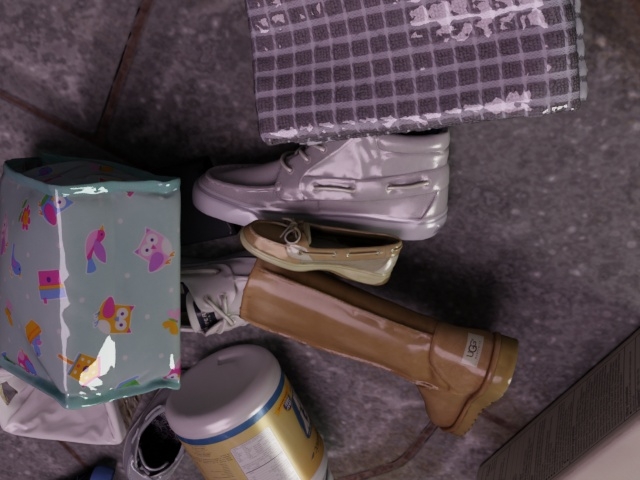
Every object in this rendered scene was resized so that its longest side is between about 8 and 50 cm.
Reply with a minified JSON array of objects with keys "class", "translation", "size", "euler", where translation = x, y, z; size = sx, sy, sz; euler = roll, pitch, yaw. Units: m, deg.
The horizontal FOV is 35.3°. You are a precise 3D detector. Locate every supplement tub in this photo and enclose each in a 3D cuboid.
[{"class":"supplement tub","translation":[-0.079,0.239,1.196],"size":[0.144,0.144,0.200],"euler":[-14,119,25]}]

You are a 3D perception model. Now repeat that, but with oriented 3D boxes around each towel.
[{"class":"towel","translation":[0.064,-0.201,0.823],"size":[0.283,0.121,0.235],"euler":[-6,103,22]}]

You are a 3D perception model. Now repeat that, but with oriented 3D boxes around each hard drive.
[{"class":"hard drive","translation":[-0.165,-0.036,1.105],"size":[0.135,0.022,0.094],"euler":[-10,120,24]}]

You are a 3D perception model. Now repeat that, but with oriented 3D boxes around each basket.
[{"class":"basket","translation":[-0.312,0.173,1.248],"size":[0.167,0.103,0.113],"euler":[2,124,15]}]

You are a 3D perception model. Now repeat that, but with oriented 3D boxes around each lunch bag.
[{"class":"lunch bag","translation":[-0.253,0.028,1.032],"size":[0.262,0.160,0.223],"euler":[15,107,54]}]

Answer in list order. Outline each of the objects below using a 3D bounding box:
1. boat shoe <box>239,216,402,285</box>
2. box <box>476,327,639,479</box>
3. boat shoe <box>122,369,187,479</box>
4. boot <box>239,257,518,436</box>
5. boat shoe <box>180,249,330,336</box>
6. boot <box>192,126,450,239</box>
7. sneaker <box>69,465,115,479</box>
[{"class":"boat shoe","translation":[0.001,0.001,0.957],"size":[0.153,0.056,0.048],"euler":[15,123,-10]},{"class":"box","translation":[0.297,0.249,1.089],"size":[0.121,0.148,0.311],"euler":[32,129,-7]},{"class":"boat shoe","translation":[-0.212,0.260,1.291],"size":[0.079,0.081,0.227],"euler":[27,127,-3]},{"class":"boot","translation":[0.051,0.105,1.058],"size":[0.269,0.089,0.236],"euler":[19,153,1]},{"class":"boat shoe","translation":[-0.122,0.063,1.120],"size":[0.267,0.088,0.096],"euler":[4,125,15]},{"class":"boot","translation":[0.000,-0.079,0.993],"size":[0.258,0.095,0.123],"euler":[4,120,4]},{"class":"sneaker","translation":[-0.363,0.382,1.424],"size":[0.090,0.081,0.232],"euler":[25,129,-10]}]
